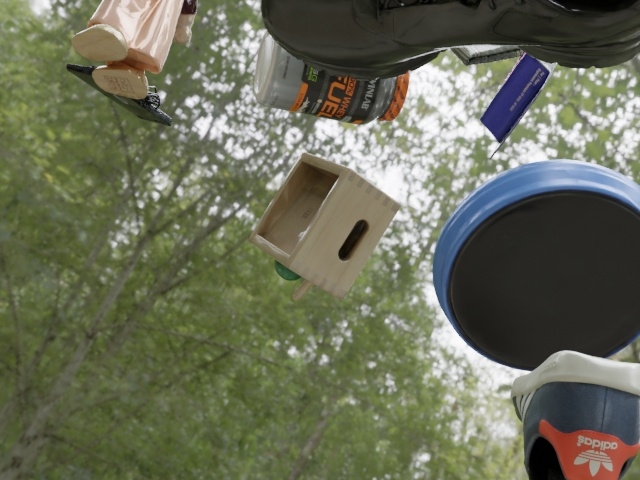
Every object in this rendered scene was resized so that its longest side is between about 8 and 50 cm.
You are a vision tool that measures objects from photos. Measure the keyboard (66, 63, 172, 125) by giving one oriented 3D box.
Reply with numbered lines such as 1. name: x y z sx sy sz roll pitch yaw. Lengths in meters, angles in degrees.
1. keyboard: -0.277 -0.219 1.182 0.100 0.038 0.192 18 -5 23

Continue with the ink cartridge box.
1. ink cartridge box: 0.388 -0.313 1.472 0.069 0.371 0.176 32 -42 2

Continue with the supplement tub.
1. supplement tub: 0.015 -0.220 1.071 0.190 0.117 0.117 8 -22 -17

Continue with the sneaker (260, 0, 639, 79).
1. sneaker: 0.099 -0.175 0.540 0.286 0.109 0.130 -4 -2 5

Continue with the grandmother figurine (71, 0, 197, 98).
1. grandmother figurine: -0.207 -0.350 1.074 0.103 0.343 0.208 13 -28 10

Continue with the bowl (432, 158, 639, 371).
1. bowl: 0.385 0.057 1.337 0.390 0.077 0.391 1 -60 2

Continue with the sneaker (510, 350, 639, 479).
1. sneaker: 0.280 0.233 0.927 0.131 0.148 0.350 8 -18 14

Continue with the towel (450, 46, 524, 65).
1. towel: 0.389 -0.515 1.779 0.324 0.312 0.056 -15 -40 -15

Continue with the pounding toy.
1. pounding toy: 0.000 0.000 0.820 0.100 0.141 0.130 32 -1 -29
